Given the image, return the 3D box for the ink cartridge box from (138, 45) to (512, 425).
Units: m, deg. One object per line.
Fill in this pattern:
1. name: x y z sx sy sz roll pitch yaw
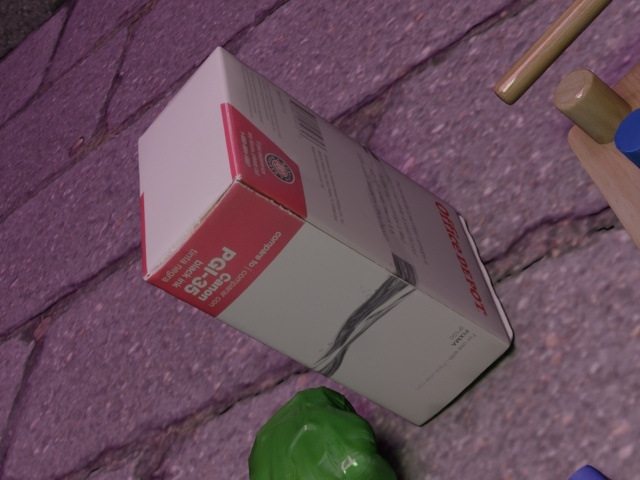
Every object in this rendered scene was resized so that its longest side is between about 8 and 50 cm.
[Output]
1. ink cartridge box: 0.000 0.000 0.967 0.117 0.283 0.207 -46 30 21

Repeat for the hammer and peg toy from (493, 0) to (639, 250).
1. hammer and peg toy: 0.287 -0.116 0.832 0.266 0.127 0.361 -46 31 18

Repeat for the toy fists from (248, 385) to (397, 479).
1. toy fists: -0.045 0.254 0.963 0.279 0.096 0.142 -48 20 14

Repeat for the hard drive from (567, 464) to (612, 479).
1. hard drive: 0.144 0.261 0.627 0.210 0.040 0.319 -54 10 2
